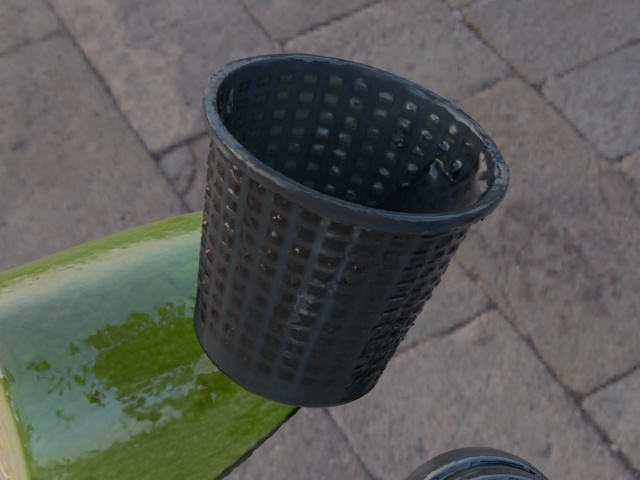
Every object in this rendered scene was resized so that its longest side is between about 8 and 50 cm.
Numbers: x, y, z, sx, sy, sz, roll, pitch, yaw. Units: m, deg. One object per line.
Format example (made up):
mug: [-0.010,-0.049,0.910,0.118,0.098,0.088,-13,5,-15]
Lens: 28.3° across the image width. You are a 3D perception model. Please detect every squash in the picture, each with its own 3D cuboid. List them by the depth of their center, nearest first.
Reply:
squash: [-0.124,0.087,1.018,0.309,0.210,0.233,-17,43,-28]

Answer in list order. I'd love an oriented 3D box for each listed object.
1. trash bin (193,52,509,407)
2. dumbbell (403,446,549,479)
trash bin: [0.000,0.000,0.729,0.175,0.161,0.175,13,34,-9]
dumbbell: [0.171,0.296,1.039,0.185,0.185,0.388,-17,13,-11]
